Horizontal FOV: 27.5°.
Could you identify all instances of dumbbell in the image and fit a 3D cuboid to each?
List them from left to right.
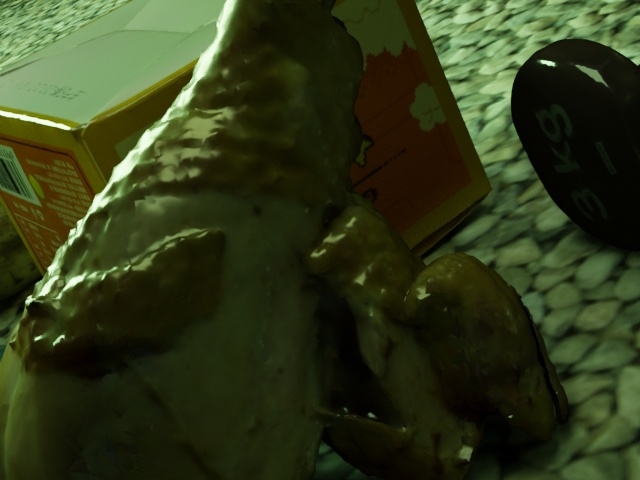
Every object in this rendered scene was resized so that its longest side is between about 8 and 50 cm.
[{"bbox_3d":[0.238,-0.103,0.804,0.225,0.140,0.124,-33,14,-18],"label":"dumbbell"}]

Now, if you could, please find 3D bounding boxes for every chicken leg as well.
[{"bbox_3d":[0.000,0.000,0.679,0.295,0.410,0.182,16,3,8],"label":"chicken leg"}]

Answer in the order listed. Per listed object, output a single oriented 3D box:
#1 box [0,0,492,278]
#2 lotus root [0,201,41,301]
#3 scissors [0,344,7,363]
[{"bbox_3d":[-0.080,-0.065,0.959,0.259,0.214,0.283,-33,25,-22],"label":"box"},{"bbox_3d":[-0.317,0.001,1.176,0.214,0.138,0.138,-30,23,-9],"label":"lotus root"},{"bbox_3d":[-0.201,0.080,0.793,0.125,0.030,0.256,-16,-20,36],"label":"scissors"}]
